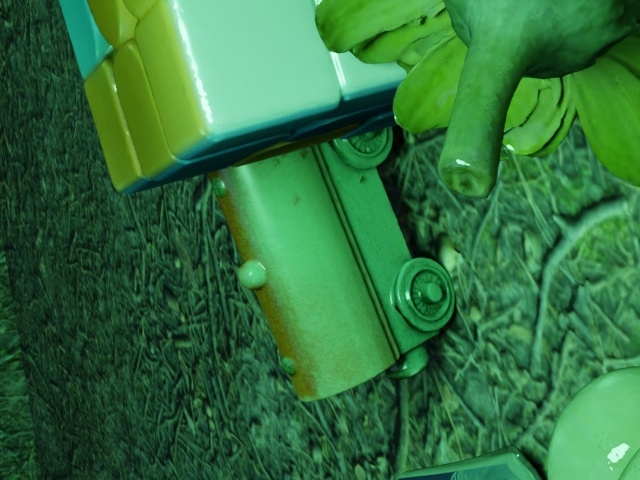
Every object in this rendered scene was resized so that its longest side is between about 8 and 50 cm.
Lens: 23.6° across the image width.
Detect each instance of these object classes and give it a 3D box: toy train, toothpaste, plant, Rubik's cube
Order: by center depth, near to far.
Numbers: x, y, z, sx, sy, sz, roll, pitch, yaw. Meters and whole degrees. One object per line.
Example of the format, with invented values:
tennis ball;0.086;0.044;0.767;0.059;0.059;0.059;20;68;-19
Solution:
plant;0.098;-0.156;0.830;0.261;0.297;0.306;45;146;27
Rubik's cube;-0.028;-0.218;1.104;0.291;0.290;0.291;163;89;-71
toy train;0.000;0.000;1.310;0.116;0.177;0.285;-10;104;55
toothpaste;0.129;0.224;1.366;0.268;0.047;0.069;155;111;-63

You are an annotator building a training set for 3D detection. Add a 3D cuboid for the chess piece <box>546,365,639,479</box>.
chess piece;0.255;0.184;0.922;0.330;0.182;0.182;-138;39;-62
